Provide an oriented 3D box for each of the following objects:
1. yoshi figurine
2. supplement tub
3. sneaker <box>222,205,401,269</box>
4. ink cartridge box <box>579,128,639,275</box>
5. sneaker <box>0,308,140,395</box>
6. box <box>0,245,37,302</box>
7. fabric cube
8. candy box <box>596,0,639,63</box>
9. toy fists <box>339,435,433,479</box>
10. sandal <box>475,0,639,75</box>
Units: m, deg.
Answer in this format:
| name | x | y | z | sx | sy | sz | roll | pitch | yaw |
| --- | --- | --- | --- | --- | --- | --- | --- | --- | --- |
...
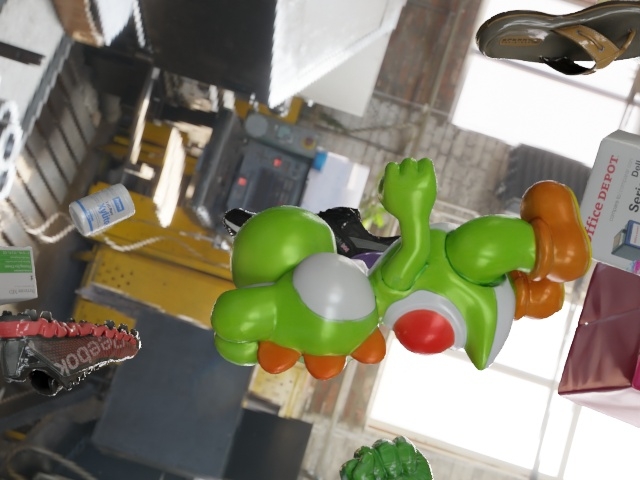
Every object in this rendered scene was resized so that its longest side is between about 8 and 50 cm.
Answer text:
| name | x | y | z | sx | sy | sz | roll | pitch | yaw |
| --- | --- | --- | --- | --- | --- | --- | --- | --- | --- |
| yoshi figurine | 0.062 | 0.018 | 0.832 | 0.203 | 0.361 | 0.204 | -146 | -133 | -74 |
| supplement tub | -0.421 | -0.060 | 1.600 | 0.107 | 0.071 | 0.071 | -28 | 156 | -26 |
| sneaker | 0.000 | 0.000 | 1.201 | 0.124 | 0.283 | 0.107 | -62 | 166 | -11 |
| ink cartridge box | 0.432 | -0.031 | 1.017 | 0.093 | 0.212 | 0.154 | -22 | 129 | -55 |
| sneaker | -0.421 | 0.194 | 1.399 | 0.276 | 0.097 | 0.135 | 15 | 72 | -52 |
| box | -0.520 | 0.058 | 1.303 | 0.101 | 0.101 | 0.087 | 3 | 78 | -63 |
| fabric cube | 0.559 | 0.158 | 1.277 | 0.258 | 0.254 | 0.259 | 113 | -2 | -75 |
| candy box | 0.575 | -0.393 | 1.434 | 0.088 | 0.182 | 0.316 | -57 | 168 | 4 |
| toy fists | 0.054 | 0.416 | 1.285 | 0.279 | 0.142 | 0.096 | -36 | 162 | -16 |
| sandal | 0.287 | -0.222 | 0.941 | 0.090 | 0.219 | 0.060 | 95 | -7 | -61 |
